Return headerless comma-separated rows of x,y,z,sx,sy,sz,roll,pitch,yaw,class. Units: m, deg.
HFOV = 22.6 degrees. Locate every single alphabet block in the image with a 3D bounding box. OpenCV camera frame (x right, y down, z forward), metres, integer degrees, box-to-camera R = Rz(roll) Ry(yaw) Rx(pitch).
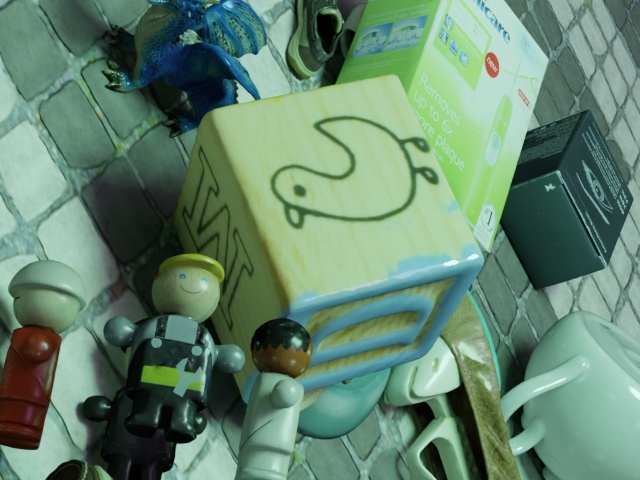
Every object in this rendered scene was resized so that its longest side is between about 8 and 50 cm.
0.000,0.000,1.388,0.192,0.193,0.197,-13,64,-24,alphabet block

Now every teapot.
0.329,0.219,1.916,0.256,0.187,0.252,38,15,-3,teapot

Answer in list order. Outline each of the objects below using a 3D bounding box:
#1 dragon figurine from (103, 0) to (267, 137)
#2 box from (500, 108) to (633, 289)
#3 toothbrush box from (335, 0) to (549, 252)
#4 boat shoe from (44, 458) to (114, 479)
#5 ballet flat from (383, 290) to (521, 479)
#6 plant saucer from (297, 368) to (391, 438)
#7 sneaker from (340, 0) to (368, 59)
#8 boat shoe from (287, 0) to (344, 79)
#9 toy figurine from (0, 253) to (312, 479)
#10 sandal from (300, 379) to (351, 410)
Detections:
-0.098,-0.166,1.469,0.289,0.144,0.085,38,43,-43,dragon figurine
0.323,-0.057,2.128,0.153,0.108,0.207,61,32,-15,box
0.127,-0.151,1.792,0.206,0.122,0.283,46,51,-37,toothbrush box
-0.216,0.240,1.092,0.095,0.095,0.257,47,37,-25,boat shoe
0.132,0.196,1.693,0.124,0.116,0.342,-12,87,-42,ballet flat
-0.009,0.039,1.597,0.317,0.044,0.317,36,44,-45,plant saucer
0.064,-0.207,1.858,0.070,0.051,0.134,-51,122,-43,sneaker
0.003,-0.239,1.772,0.056,0.049,0.152,45,38,-35,boat shoe
-0.122,0.099,1.208,0.213,0.209,0.148,35,55,-46,toy figurine
0.026,0.085,1.504,0.240,0.079,0.088,-35,103,-59,sandal
